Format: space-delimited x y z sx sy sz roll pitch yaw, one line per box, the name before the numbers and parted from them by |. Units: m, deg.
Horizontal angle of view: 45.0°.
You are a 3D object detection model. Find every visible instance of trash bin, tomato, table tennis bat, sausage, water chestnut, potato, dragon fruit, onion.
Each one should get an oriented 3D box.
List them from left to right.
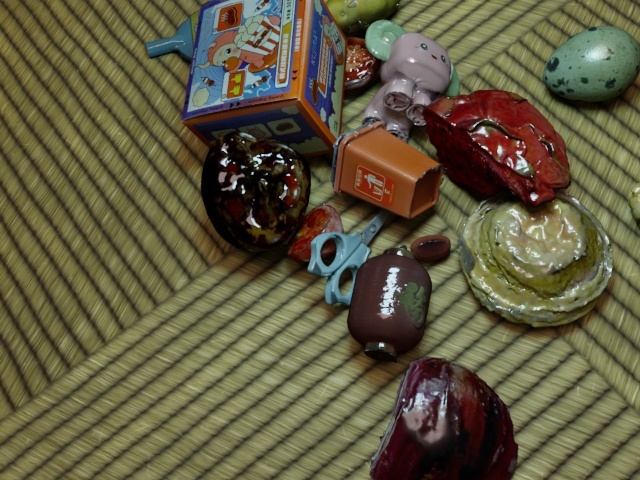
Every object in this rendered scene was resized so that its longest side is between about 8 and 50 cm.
table tennis bat | -0.329 -0.570 2.173 0.329 0.044 0.215 -11 64 2
water chestnut | -0.155 -0.111 1.778 0.289 0.244 0.289 -3 83 27
tomato | 0.000 0.000 1.794 0.139 0.091 0.159 -20 33 47
tomato | 0.075 -0.441 2.011 0.174 0.082 0.166 15 71 25
potato | 0.113 -0.630 2.045 0.173 0.140 0.300 -24 16 38
trash bin | 0.163 -0.163 1.791 0.239 0.161 0.184 30 42 29
sausage | 0.253 0.017 1.771 0.094 0.054 0.059 -10 98 4
onion | 0.264 0.377 1.543 0.280 0.146 0.314 16 63 12
dragon fruit | 0.431 -0.239 1.708 0.286 0.228 0.329 -29 29 -7

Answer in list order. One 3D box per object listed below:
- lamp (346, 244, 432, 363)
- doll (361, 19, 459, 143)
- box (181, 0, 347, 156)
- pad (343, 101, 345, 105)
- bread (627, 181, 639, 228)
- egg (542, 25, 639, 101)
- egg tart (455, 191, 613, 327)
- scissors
lamp | 0.154 0.136 1.671 0.180 0.180 0.258 8 64 14
doll | 0.216 -0.404 1.915 0.284 0.216 0.268 28 51 -19
box | -0.130 -0.400 1.883 0.319 0.257 0.348 -5 65 25
pad | -0.115 -0.286 2.013 0.220 0.004 0.330 32 73 22
bread | 0.757 -0.056 1.705 0.119 0.084 0.177 -18 62 -1
egg | 0.650 -0.420 1.856 0.228 0.177 0.177 -11 62 18
egg tart | 0.471 0.015 1.688 0.352 0.150 0.352 -2 62 5
scissors | 0.104 -0.008 1.779 0.029 0.191 0.360 7 44 48
